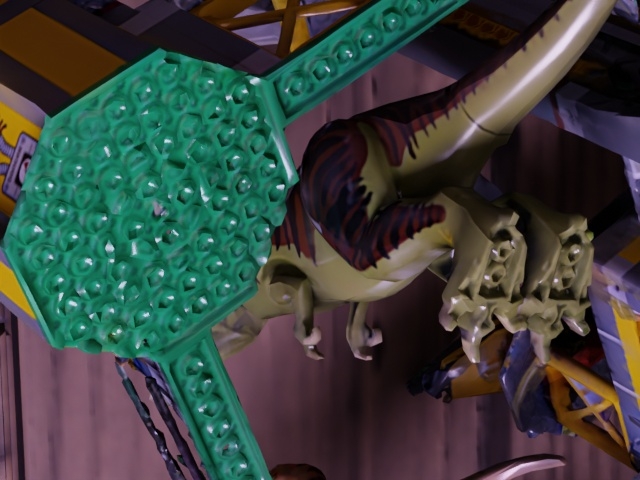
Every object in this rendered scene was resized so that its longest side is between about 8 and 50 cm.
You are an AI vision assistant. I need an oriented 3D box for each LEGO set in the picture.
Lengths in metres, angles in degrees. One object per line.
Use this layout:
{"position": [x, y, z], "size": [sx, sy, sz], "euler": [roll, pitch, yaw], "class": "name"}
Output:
{"position": [0.000, 0.000, 0.494], "size": [0.255, 0.192, 0.331], "euler": [-43, 132, -14], "class": "LEGO set"}
